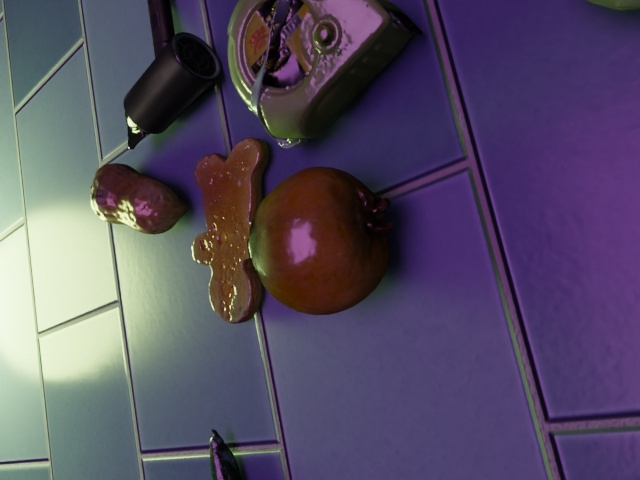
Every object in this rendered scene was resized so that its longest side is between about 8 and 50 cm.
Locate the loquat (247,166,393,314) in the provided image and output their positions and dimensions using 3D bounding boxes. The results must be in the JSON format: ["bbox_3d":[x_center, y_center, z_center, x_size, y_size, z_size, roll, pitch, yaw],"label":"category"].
[{"bbox_3d":[0.000,0.000,0.586,0.163,0.137,0.163,-23,55,38],"label":"loquat"}]

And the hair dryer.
[{"bbox_3d":[-0.247,-0.286,0.862,0.195,0.078,0.248,-30,60,37],"label":"hair dryer"}]

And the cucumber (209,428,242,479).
[{"bbox_3d":[-0.118,0.321,0.747,0.037,0.037,0.155,-24,75,38],"label":"cucumber"}]

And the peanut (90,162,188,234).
[{"bbox_3d":[-0.285,-0.061,0.872,0.214,0.099,0.099,20,102,34],"label":"peanut"}]

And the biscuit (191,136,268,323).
[{"bbox_3d":[-0.115,-0.009,0.755,0.153,0.030,0.234,-11,82,41],"label":"biscuit"}]

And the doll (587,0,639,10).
[{"bbox_3d":[0.207,-0.259,0.425,0.155,0.113,0.275,-51,58,24],"label":"doll"}]

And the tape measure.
[{"bbox_3d":[-0.016,-0.207,0.626,0.175,0.106,0.200,51,123,13],"label":"tape measure"}]
